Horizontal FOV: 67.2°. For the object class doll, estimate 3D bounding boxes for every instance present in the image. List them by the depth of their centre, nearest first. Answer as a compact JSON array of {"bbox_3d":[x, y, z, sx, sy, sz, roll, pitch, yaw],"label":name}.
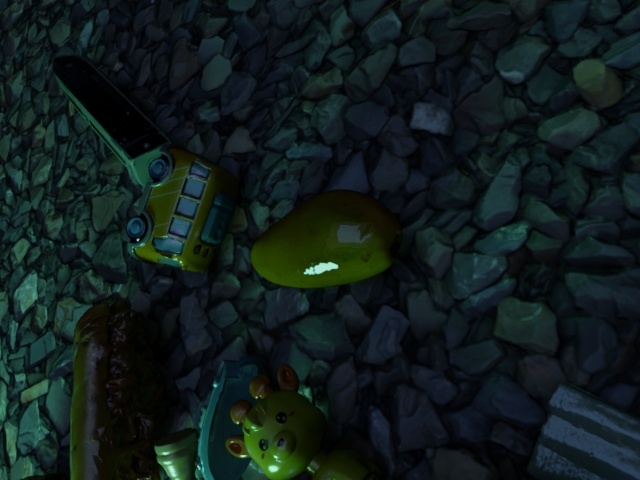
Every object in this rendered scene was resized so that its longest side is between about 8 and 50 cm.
[{"bbox_3d":[-0.028,0.272,0.650,0.220,0.135,0.143,32,84,25],"label":"doll"}]

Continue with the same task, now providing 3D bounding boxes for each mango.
[{"bbox_3d":[0.000,0.000,0.710,0.253,0.113,0.139,-12,77,31],"label":"mango"}]

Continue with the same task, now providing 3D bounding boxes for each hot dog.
[{"bbox_3d":[-0.320,0.269,0.784,0.116,0.158,0.349,-10,69,5],"label":"hot dog"}]

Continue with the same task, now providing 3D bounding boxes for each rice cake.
[{"bbox_3d":[0.357,0.257,0.514,0.236,0.043,0.127,18,88,29],"label":"rice cake"}]

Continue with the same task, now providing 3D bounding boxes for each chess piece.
[{"bbox_3d":[-0.211,0.364,0.749,0.066,0.066,0.122,-18,86,21],"label":"chess piece"}]

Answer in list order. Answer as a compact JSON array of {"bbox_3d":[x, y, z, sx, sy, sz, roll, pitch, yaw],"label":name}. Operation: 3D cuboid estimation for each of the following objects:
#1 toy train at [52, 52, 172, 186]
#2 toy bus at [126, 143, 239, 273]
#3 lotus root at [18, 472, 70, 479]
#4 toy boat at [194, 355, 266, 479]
[{"bbox_3d":[-0.434,-0.260,0.990,0.086,0.088,0.407,-34,60,-23],"label":"toy train"},{"bbox_3d":[-0.226,-0.046,0.825,0.136,0.126,0.210,18,86,19],"label":"toy bus"},{"bbox_3d":[-0.477,0.552,0.785,0.182,0.182,0.310,-24,70,19],"label":"lotus root"},{"bbox_3d":[-0.144,0.280,0.742,0.102,0.088,0.215,-4,75,60],"label":"toy boat"}]
